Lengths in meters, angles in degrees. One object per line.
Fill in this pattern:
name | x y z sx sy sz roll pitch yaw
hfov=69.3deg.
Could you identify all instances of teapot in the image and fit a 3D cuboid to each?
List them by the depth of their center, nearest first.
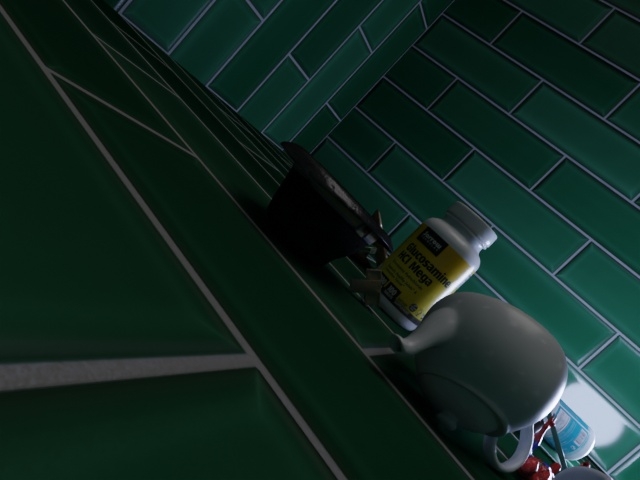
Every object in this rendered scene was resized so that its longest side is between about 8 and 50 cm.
teapot | 0.249 0.223 0.742 0.256 0.187 0.252 29 -27 23

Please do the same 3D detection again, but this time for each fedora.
fedora | -0.003 -0.047 0.951 0.334 0.152 0.334 46 4 -5
fedora | 0.143 0.008 1.722 0.194 0.079 0.194 43 8 -8

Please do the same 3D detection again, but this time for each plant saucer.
plant saucer | 0.716 0.595 1.411 0.067 0.018 0.191 30 48 -61
plant saucer | 0.217 0.025 1.677 0.278 0.041 0.277 -9 90 -81

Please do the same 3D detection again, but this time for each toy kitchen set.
toy kitchen set | 0.100 0.101 1.045 0.068 0.083 0.075 3 7 3

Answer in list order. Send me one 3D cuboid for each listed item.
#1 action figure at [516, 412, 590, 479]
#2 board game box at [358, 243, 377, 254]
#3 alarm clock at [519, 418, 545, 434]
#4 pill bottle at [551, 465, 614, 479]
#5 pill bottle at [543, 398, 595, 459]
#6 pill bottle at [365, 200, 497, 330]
action figure | 0.466 0.434 0.903 0.280 0.139 0.091 34 11 -42
board game box | 0.086 -0.031 1.614 0.136 0.030 0.259 11 23 -27
alarm clock | 0.567 0.497 1.312 0.129 0.064 0.192 54 -5 40
pill bottle | 0.489 0.479 0.798 0.221 0.124 0.124 40 8 -36
pill bottle | 0.815 0.628 1.629 0.264 0.146 0.146 44 7 -1
pill bottle | 0.292 0.063 1.225 0.188 0.334 0.188 43 7 -7
